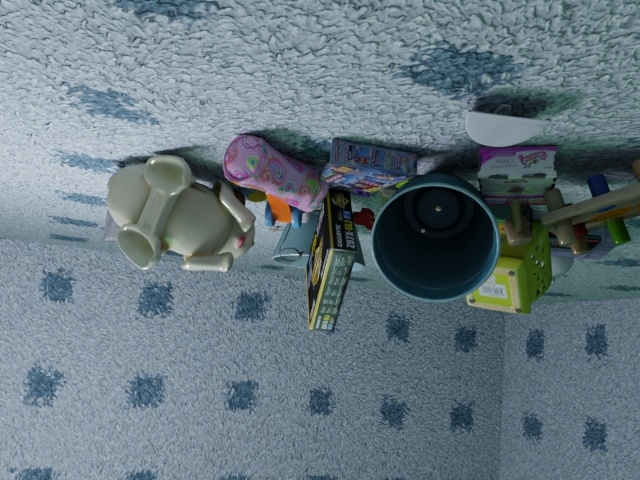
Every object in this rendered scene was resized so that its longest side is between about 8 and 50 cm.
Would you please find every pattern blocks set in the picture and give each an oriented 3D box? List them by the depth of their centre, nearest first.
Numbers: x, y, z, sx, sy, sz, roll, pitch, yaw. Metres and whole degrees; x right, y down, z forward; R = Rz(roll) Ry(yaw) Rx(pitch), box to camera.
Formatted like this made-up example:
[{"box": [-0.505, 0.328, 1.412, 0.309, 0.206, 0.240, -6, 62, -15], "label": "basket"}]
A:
[{"box": [0.241, -0.072, 1.740, 0.325, 0.026, 0.285, 21, 149, 10], "label": "pattern blocks set"}]

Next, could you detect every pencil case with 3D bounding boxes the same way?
[{"box": [-0.095, -0.154, 1.531, 0.124, 0.124, 0.284, -2, 168, 36], "label": "pencil case"}]

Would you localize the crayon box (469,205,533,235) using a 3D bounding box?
[{"box": [0.412, -0.069, 1.824, 0.319, 0.081, 0.202, 1, 169, 25], "label": "crayon box"}]

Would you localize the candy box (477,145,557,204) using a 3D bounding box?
[{"box": [0.434, -0.139, 1.455, 0.159, 0.071, 0.233, 1, 170, 16], "label": "candy box"}]

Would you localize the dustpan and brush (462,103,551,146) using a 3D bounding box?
[{"box": [0.322, -0.207, 1.222, 0.147, 0.060, 0.211, 7, 163, -1], "label": "dustpan and brush"}]

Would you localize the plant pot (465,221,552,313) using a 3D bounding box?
[{"box": [0.533, 0.083, 1.927, 0.228, 0.207, 0.227, 7, 128, 34], "label": "plant pot"}]

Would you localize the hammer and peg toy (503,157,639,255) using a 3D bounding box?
[{"box": [0.575, -0.047, 1.440, 0.361, 0.127, 0.266, -20, 163, 25], "label": "hammer and peg toy"}]

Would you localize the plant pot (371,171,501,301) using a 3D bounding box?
[{"box": [0.268, -0.037, 1.504, 0.272, 0.271, 0.255, 3, -158, 12], "label": "plant pot"}]

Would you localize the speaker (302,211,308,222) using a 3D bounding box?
[{"box": [-0.056, -0.092, 1.997, 0.055, 0.055, 0.136, 5, 169, 2], "label": "speaker"}]

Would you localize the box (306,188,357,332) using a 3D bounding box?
[{"box": [0.025, 0.056, 1.837, 0.079, 0.257, 0.322, 7, 132, -8], "label": "box"}]

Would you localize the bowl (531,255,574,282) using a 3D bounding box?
[{"box": [0.753, 0.079, 2.312, 0.298, 0.134, 0.298, 4, 169, 1], "label": "bowl"}]

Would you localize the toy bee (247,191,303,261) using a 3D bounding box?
[{"box": [-0.104, -0.100, 1.808, 0.195, 0.162, 0.298, 15, 143, -9], "label": "toy bee"}]

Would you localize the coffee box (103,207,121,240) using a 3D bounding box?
[{"box": [-0.602, -0.050, 2.258, 0.247, 0.141, 0.098, 12, 167, -31], "label": "coffee box"}]

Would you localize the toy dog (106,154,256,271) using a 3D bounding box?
[{"box": [-0.356, -0.048, 1.798, 0.395, 0.284, 0.408, 14, 177, 38], "label": "toy dog"}]

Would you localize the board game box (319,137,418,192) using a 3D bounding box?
[{"box": [0.085, -0.171, 1.490, 0.194, 0.060, 0.194, 12, 168, -26], "label": "board game box"}]

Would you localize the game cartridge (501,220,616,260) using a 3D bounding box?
[{"box": [0.732, 0.002, 2.066, 0.355, 0.068, 0.230, 4, 168, 5], "label": "game cartridge"}]

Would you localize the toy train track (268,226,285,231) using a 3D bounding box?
[{"box": [-0.149, -0.044, 2.422, 0.083, 0.014, 0.048, 3, 164, -19], "label": "toy train track"}]

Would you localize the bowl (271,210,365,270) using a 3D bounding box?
[{"box": [0.000, 0.000, 2.170, 0.312, 0.163, 0.311, 5, 169, 1], "label": "bowl"}]
